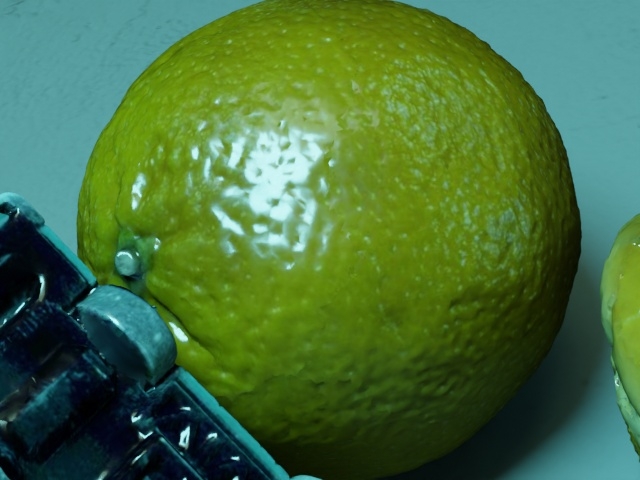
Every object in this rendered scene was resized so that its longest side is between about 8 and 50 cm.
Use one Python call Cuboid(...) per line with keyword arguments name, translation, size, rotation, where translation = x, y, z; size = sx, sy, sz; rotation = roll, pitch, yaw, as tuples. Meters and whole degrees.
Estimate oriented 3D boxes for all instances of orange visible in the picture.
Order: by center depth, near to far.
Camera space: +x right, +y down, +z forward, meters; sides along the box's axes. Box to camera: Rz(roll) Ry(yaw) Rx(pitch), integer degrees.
Cuboid(name="orange", translation=(0.000, 0.000, 0.788), size=(0.264, 0.264, 0.264), rotation=(-9, 39, 8))

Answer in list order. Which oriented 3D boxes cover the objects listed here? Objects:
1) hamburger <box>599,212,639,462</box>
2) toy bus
Cuboid(name="hamburger", translation=(0.251, 0.064, 0.703), size=(0.244, 0.163, 0.244), rotation=(-9, 38, 7))
Cuboid(name="toy bus", translation=(-0.100, 0.120, 0.675), size=(0.256, 0.147, 0.128), rotation=(45, 56, -2))
